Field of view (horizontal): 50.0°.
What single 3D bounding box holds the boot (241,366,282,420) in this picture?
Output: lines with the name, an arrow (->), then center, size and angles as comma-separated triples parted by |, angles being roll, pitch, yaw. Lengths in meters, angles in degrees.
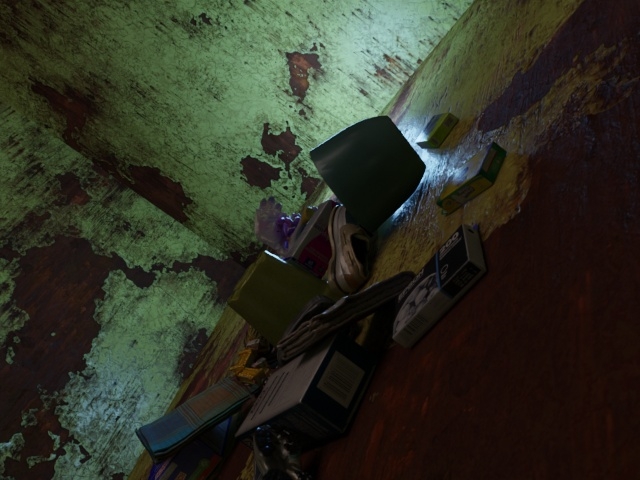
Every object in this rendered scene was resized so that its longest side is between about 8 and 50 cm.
boot -> -0.105, 0.398, 1.683 | 0.219, 0.082, 0.106 | -47, 32, 17

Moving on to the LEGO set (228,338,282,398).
LEGO set -> -0.172, 0.374, 1.890 | 0.132, 0.107, 0.287 | -29, 17, -15

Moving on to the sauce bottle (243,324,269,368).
sauce bottle -> -0.174, 0.289, 2.150 | 0.111, 0.111, 0.344 | -69, 2, -60

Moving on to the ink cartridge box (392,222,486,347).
ink cartridge box -> 0.213, 0.069, 1.258 | 0.206, 0.045, 0.208 | -51, 8, 24

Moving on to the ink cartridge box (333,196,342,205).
ink cartridge box -> 0.105, -0.122, 2.375 | 0.060, 0.104, 0.180 | -60, 10, -25

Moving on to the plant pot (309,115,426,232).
plant pot -> 0.150, -0.208, 1.920 | 0.235, 0.293, 0.293 | -38, 12, 12

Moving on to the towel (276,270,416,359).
towel -> 0.051, 0.149, 1.398 | 0.282, 0.049, 0.187 | -22, -11, -36

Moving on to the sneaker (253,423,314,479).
sneaker -> -0.065, 0.448, 1.188 | 0.283, 0.110, 0.122 | -105, 20, -68

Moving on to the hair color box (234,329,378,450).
hair color box -> -0.036, 0.325, 1.394 | 0.174, 0.105, 0.347 | -57, 9, -36

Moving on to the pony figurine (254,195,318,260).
pony figurine -> -0.085, 0.017, 2.369 | 0.363, 0.303, 0.351 | 143, 143, -61

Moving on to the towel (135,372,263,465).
towel -> -0.343, 0.491, 1.979 | 0.370, 0.040, 0.271 | -30, 13, -22

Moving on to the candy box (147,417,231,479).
candy box -> -0.397, 0.641, 2.067 | 0.268, 0.122, 0.317 | -51, 8, 9

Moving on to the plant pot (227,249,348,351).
plant pot -> -0.105, 0.169, 1.880 | 0.276, 0.254, 0.276 | -52, 9, 12

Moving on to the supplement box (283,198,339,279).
supplement box -> 0.000, 0.000, 2.036 | 0.220, 0.111, 0.114 | -58, 9, -14

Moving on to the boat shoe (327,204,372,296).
boat shoe -> 0.089, 0.013, 1.867 | 0.103, 0.113, 0.302 | -26, 44, 29

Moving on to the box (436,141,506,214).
box -> 0.316, -0.129, 1.477 | 0.105, 0.043, 0.179 | -59, 8, -32

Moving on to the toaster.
toaster -> -0.006, 0.215, 1.597 | 0.227, 0.129, 0.146 | -55, 6, 0

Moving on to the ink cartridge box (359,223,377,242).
ink cartridge box -> 0.105, -0.024, 2.137 | 0.165, 0.065, 0.332 | -52, 8, 18

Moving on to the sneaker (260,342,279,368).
sneaker -> -0.112, 0.289, 2.035 | 0.188, 0.078, 0.067 | -56, 8, -24

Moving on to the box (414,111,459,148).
box -> 0.347, -0.331, 2.081 | 0.109, 0.042, 0.178 | -54, 9, 1
